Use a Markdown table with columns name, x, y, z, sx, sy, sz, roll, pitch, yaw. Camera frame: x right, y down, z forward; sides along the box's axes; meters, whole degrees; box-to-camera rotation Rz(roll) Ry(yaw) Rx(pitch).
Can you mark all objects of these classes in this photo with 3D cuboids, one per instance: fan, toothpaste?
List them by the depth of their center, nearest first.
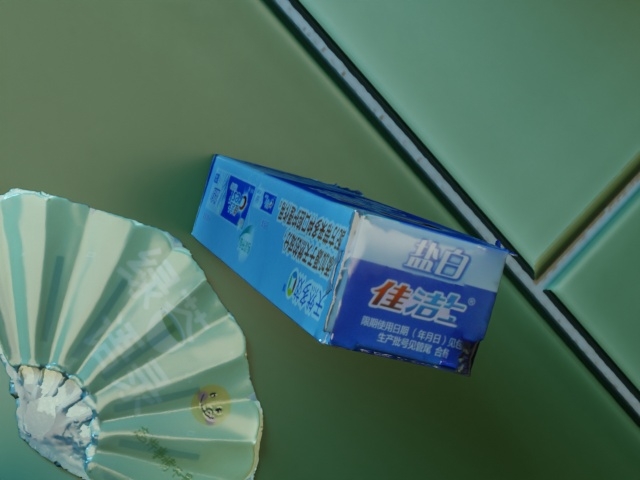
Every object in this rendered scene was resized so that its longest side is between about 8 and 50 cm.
| name | x | y | z | sx | sy | sz | roll | pitch | yaw |
| --- | --- | --- | --- | --- | --- | --- | --- | --- | --- |
| toothpaste | 0.000 | 0.000 | 0.556 | 0.066 | 0.272 | 0.053 | 17 | 94 | -17 |
| fan | -0.108 | 0.065 | 0.669 | 0.131 | 0.009 | 0.240 | -38 | 104 | -13 |
